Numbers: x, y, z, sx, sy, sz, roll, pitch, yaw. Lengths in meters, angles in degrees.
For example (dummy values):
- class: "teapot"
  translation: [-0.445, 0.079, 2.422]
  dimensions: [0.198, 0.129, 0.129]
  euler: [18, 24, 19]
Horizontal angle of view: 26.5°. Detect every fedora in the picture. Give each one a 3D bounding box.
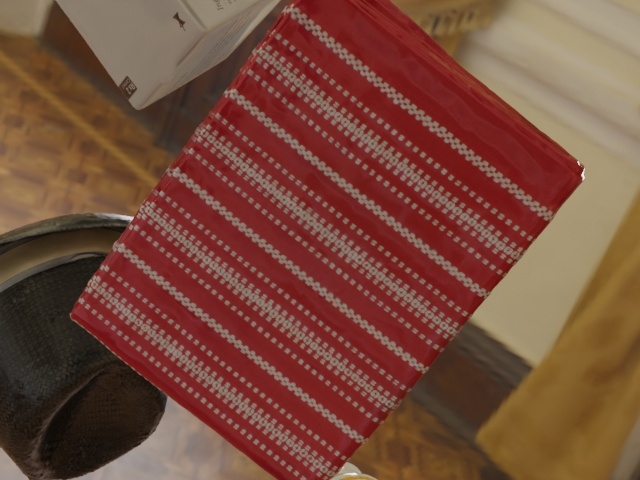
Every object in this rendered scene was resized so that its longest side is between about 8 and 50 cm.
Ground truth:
- class: "fedora"
  translation: [-0.241, 0.124, 1.278]
  dimensions: [0.334, 0.334, 0.152]
  euler: [4, 50, -38]

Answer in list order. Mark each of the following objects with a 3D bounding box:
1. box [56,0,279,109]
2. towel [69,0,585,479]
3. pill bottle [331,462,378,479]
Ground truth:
- class: "box"
  translation: [-0.143, -0.242, 1.209]
  dimensions: [0.119, 0.181, 0.182]
  euler: [-37, 92, -31]
- class: "towel"
  translation: [0.000, 0.000, 0.816]
  dimensions: [0.199, 0.275, 0.031]
  euler: [38, 16, 0]
- class: "pill bottle"
  translation: [0.046, 0.347, 1.604]
  dimensions: [0.118, 0.117, 0.208]
  euler: [12, 16, -23]
